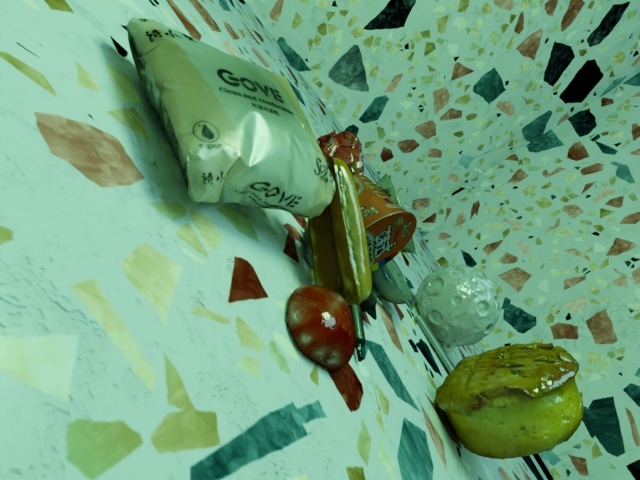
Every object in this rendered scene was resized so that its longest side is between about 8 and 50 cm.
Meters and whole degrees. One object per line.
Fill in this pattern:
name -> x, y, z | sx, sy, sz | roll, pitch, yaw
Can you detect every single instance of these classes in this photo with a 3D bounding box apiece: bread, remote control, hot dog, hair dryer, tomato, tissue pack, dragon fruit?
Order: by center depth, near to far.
tomato -> 0.011, 0.143, 0.844 | 0.166, 0.082, 0.174 | 42, 23, -40
tissue pack -> -0.163, -0.210, 0.860 | 0.375, 0.195, 0.390 | 7, 50, -54
hot dog -> 0.040, -0.028, 0.973 | 0.100, 0.135, 0.338 | 2, 74, -43
hair dryer -> 0.090, 0.183, 1.060 | 0.195, 0.077, 0.249 | 45, 28, -36
bread -> 0.518, 0.427, 1.259 | 0.216, 0.397, 0.398 | 69, 16, 2
dragon fruit -> 0.026, -0.285, 1.479 | 0.204, 0.152, 0.317 | 7, 33, -19
remote control -> 0.434, 0.397, 1.711 | 0.261, 0.029, 0.067 | 59, 16, 16

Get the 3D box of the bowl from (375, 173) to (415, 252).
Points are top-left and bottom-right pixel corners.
bowl -> 0.248, -0.081, 1.805 | 0.337, 0.157, 0.338 | -20, 90, -83

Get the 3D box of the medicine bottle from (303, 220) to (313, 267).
medicine bottle -> 0.000, 0.000, 1.099 | 0.079, 0.079, 0.140 | 47, 18, -30

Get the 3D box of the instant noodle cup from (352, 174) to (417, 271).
instant noodle cup -> 0.114, -0.049, 1.284 | 0.192, 0.250, 0.250 | 54, 12, 31

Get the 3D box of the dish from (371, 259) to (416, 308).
dish -> 0.203, 0.128, 1.441 | 0.236, 0.086, 0.228 | 57, 17, 1

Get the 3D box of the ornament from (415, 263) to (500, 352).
ornament -> 0.567, 0.258, 1.859 | 0.337, 0.337, 0.337 | 50, 17, -21
